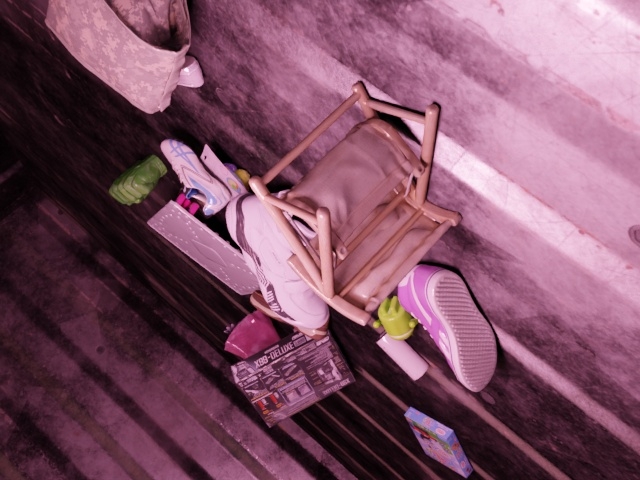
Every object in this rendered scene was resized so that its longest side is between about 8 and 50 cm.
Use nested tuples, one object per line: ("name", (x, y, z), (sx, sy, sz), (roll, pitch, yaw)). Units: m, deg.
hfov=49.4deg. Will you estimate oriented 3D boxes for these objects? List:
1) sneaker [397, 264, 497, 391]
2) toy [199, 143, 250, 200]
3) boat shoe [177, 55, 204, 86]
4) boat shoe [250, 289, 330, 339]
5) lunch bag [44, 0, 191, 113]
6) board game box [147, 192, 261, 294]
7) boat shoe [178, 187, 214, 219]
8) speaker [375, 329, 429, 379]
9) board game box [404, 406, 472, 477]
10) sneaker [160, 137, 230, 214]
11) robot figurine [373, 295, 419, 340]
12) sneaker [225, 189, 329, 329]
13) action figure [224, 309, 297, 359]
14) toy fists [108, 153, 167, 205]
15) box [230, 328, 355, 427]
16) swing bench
("sneaker", (0.244, 0.162, 1.372), (0.161, 0.102, 0.282), (14, 132, 58))
("toy", (-0.191, -0.128, 1.669), (0.237, 0.056, 0.137), (52, 157, 0))
("boat shoe", (-0.312, -0.359, 1.476), (0.184, 0.066, 0.063), (13, 142, 38))
("boat shoe", (-0.081, 0.188, 1.993), (0.257, 0.095, 0.095), (25, -170, 21))
("lunch bag", (-0.359, -0.401, 1.306), (0.287, 0.169, 0.235), (49, 150, -2))
("board game box", (-0.323, 0.022, 2.101), (0.390, 0.050, 0.390), (39, 160, -14))
("boat shoe", (-0.369, -0.108, 2.032), (0.152, 0.049, 0.056), (27, 150, 33))
("speaker", (0.200, 0.276, 1.697), (0.136, 0.055, 0.055), (45, 159, -1))
("board game box", (0.344, 0.588, 2.022), (0.160, 0.039, 0.212), (20, 148, 46))
("sneaker", (-0.316, -0.158, 1.677), (0.237, 0.086, 0.085), (45, 159, 18))
("robot figurine", (0.170, 0.176, 1.553), (0.101, 0.067, 0.115), (-6, 131, 25))
("sneaker", (-0.046, 0.044, 1.531), (0.210, 0.137, 0.366), (-11, 116, 46))
("action figure", (-0.155, 0.411, 2.319), (0.370, 0.248, 0.276), (42, 159, 16))
("toy fists", (-0.566, -0.176, 2.140), (0.096, 0.142, 0.279), (52, 158, -19))
("box", (-0.075, 0.398, 2.072), (0.243, 0.307, 0.077), (62, 179, -38))
("swing bench", (0.065, -0.056, 1.073), (0.165, 0.253, 0.255), (27, 152, 38))
